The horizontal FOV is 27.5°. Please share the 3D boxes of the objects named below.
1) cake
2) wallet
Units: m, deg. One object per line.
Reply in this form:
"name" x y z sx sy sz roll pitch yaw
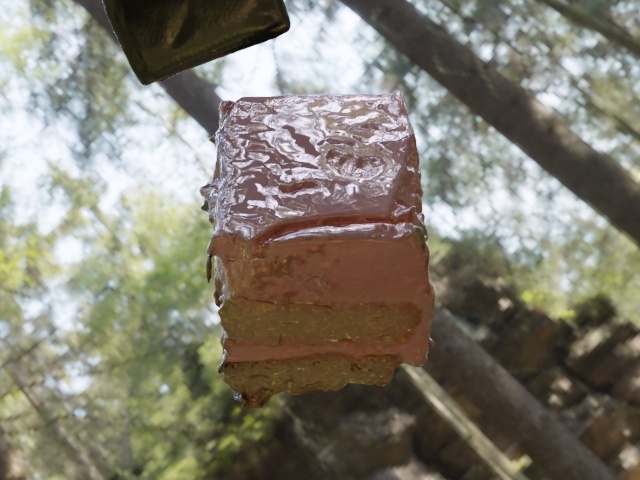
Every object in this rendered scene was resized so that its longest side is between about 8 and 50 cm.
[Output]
"cake" 0.000 0.000 1.688 0.293 0.314 0.307 -6 -45 -2
"wallet" -0.171 -0.321 1.777 0.245 0.168 0.052 -15 17 21
